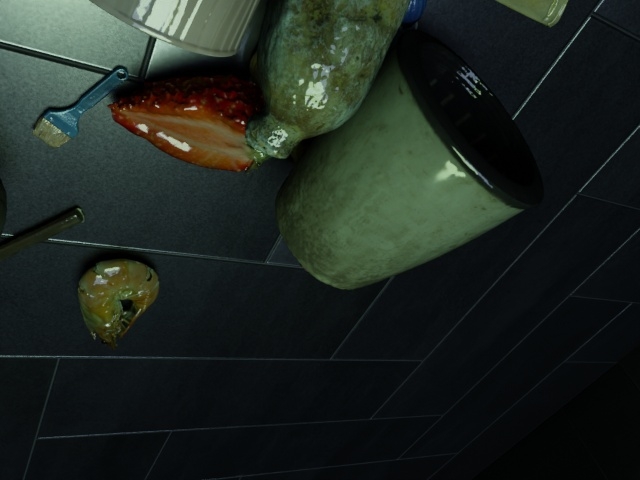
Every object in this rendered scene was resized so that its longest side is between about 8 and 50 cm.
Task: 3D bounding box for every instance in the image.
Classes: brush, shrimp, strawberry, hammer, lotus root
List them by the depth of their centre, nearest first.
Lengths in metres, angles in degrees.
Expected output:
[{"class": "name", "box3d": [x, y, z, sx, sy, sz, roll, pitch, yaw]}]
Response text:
[{"class": "lotus root", "box3d": [0.014, -0.259, 0.677, 0.175, 0.175, 0.349, 14, 99, -35]}, {"class": "brush", "box3d": [-0.333, -0.189, 0.786, 0.164, 0.014, 0.051, -34, 140, 11]}, {"class": "strawberry", "box3d": [-0.173, -0.176, 0.818, 0.228, 0.097, 0.174, 5, 155, 4]}, {"class": "hammer", "box3d": [-0.522, 0.020, 0.914, 0.297, 0.027, 0.125, -23, 144, 1]}, {"class": "shrimp", "box3d": [-0.386, 0.126, 1.068, 0.146, 0.061, 0.267, -7, 136, -31]}]

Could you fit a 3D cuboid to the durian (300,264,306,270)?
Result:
[{"class": "durian", "box3d": [-0.003, 0.001, 1.099, 0.108, 0.119, 0.187, -6, 141, 42]}]

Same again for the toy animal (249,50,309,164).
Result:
[{"class": "toy animal", "box3d": [-0.041, -0.226, 0.850, 0.149, 0.054, 0.275, -4, 135, -24]}]

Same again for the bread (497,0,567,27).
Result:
[{"class": "bread", "box3d": [0.217, -0.373, 0.705, 0.210, 0.192, 0.109, 10, 122, -30]}]

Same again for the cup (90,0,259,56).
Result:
[{"class": "cup", "box3d": [-0.151, -0.374, 0.561, 0.273, 0.288, 0.208, -53, 168, 29]}]

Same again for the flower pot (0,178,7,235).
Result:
[{"class": "flower pot", "box3d": [-0.519, -0.046, 0.706, 0.269, 0.268, 0.166, -28, 158, 6]}]

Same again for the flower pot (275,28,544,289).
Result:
[{"class": "flower pot", "box3d": [0.106, -0.092, 0.838, 0.294, 0.293, 0.330, 21, 135, -39]}]

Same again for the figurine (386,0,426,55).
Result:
[{"class": "figurine", "box3d": [0.116, -0.313, 0.813, 0.086, 0.087, 0.149, -55, 145, -21]}]
